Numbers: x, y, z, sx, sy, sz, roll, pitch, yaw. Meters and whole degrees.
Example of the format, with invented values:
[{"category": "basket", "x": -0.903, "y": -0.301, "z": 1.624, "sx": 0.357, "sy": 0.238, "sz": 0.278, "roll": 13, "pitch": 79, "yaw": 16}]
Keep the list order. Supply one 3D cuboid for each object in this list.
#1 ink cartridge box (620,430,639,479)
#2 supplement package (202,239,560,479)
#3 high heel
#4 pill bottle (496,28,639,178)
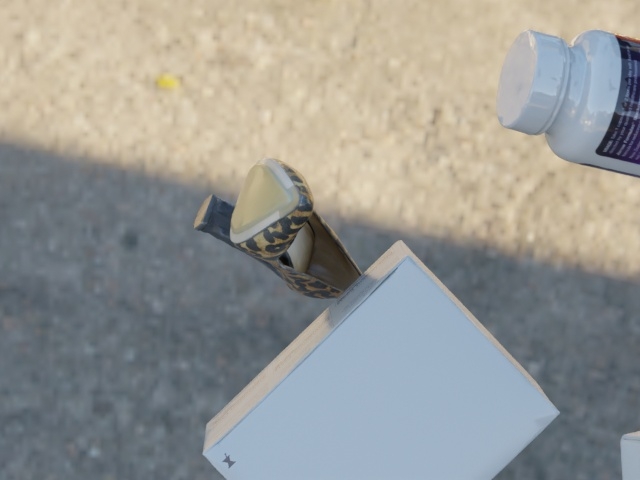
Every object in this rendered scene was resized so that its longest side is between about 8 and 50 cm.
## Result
[{"category": "ink cartridge box", "x": 0.426, "y": 0.253, "z": 1.687, "sx": 0.270, "sy": 0.198, "sz": 0.197, "roll": -8, "pitch": 6, "yaw": -36}, {"category": "supplement package", "x": 0.053, "y": 0.167, "z": 1.804, "sx": 0.204, "sy": 0.262, "sz": 0.145, "roll": 46, "pitch": 3, "yaw": -5}, {"category": "high heel", "x": 0.000, "y": 0.000, "z": 1.846, "sx": 0.186, "sy": 0.261, "sz": 0.093, "roll": 26, "pitch": 78, "yaw": -17}, {"category": "pill bottle", "x": 0.242, "y": -0.106, "z": 1.530, "sx": 0.193, "sy": 0.108, "sz": 0.108, "roll": 12, "pitch": 37, "yaw": -16}]
